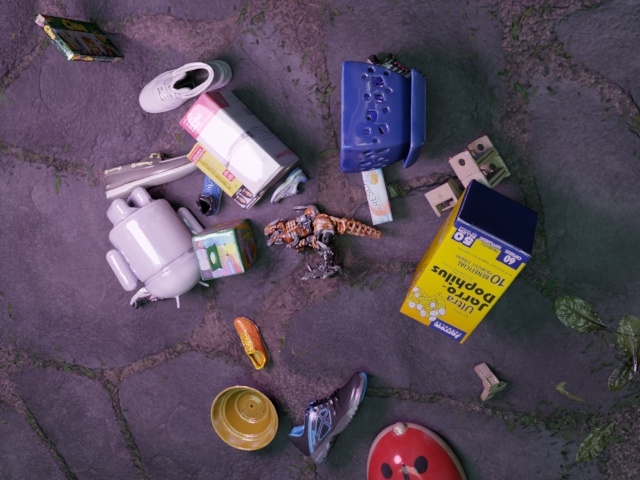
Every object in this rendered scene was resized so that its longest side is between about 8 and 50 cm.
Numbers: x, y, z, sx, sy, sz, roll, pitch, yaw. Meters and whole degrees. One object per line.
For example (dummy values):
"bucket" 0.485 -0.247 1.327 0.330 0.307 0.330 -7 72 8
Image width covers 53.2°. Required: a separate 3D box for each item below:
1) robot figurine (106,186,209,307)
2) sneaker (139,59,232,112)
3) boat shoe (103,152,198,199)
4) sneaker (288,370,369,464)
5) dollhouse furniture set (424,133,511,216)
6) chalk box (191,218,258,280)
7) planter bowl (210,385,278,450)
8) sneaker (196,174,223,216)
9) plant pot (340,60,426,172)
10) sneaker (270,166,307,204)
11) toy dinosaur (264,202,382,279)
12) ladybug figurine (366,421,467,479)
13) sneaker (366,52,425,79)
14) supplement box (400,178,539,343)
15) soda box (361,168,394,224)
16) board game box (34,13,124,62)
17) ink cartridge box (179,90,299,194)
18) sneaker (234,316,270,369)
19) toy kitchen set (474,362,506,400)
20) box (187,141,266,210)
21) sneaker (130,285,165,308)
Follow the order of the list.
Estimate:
"robot figurine" -0.472 0.022 1.856 0.353 0.300 0.200 54 151 -4
"sneaker" -0.406 -0.431 1.775 0.292 0.169 0.108 -18 100 16
"boat shoe" -0.498 -0.207 1.876 0.305 0.109 0.091 -18 85 9
"sneaker" 0.026 0.523 1.933 0.139 0.125 0.341 33 105 7
"dollhouse furniture set" 0.381 -0.175 1.717 0.183 0.129 0.129 -27 97 46
"chalk box" -0.275 0.028 1.828 0.132 0.213 0.132 -11 102 10
"planter bowl" -0.227 0.538 2.004 0.217 0.090 0.217 3 104 10
"sneaker" -0.323 -0.143 1.867 0.058 0.084 0.152 13 105 8
"plant pot" 0.157 -0.308 1.634 0.212 0.236 0.236 1 81 3
"sneaker" -0.090 -0.146 1.838 0.058 0.052 0.135 42 108 -5
"toy dinosaur" 0.000 0.000 1.810 0.321 0.164 0.218 -6 85 34
"ladybug figurine" 0.289 0.762 1.914 0.305 0.162 0.449 -18 99 15
"sneaker" 0.197 -0.458 1.699 0.170 0.063 0.075 11 111 14
"supplement box" 0.379 0.060 1.649 0.194 0.195 0.357 27 132 4
"soda box" 0.158 -0.139 1.781 0.058 0.063 0.183 -12 100 12
"board game box" -0.652 -0.548 1.749 0.030 0.260 0.136 -42 93 18
"ink cartridge box" -0.215 -0.271 1.751 0.283 0.207 0.117 44 108 -1
"sneaker" -0.211 0.313 1.961 0.064 0.067 0.175 -31 94 18
"toy kitchen set" 0.492 0.407 1.863 0.068 0.075 0.083 -19 140 -21
"box" -0.265 -0.195 1.827 0.232 0.058 0.087 44 138 -9
"sneaker" -0.514 0.163 1.986 0.178 0.072 0.077 -40 94 18
